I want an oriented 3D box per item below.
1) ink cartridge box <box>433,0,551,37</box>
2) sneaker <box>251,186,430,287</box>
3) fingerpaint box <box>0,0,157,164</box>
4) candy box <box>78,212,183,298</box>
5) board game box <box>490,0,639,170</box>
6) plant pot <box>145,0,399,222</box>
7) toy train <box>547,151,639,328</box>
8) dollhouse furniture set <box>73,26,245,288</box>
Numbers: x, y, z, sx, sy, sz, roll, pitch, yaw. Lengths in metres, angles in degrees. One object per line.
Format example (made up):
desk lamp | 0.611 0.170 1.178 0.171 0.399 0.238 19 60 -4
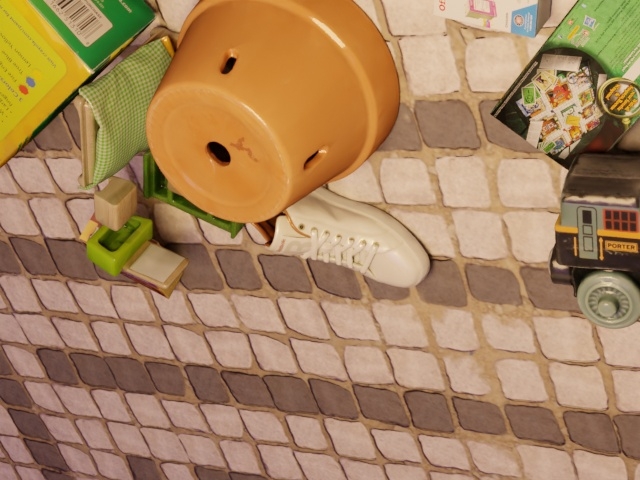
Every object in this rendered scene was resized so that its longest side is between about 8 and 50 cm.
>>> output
ink cartridge box | 0.185 -0.279 1.446 0.122 0.052 0.089 18 135 22
sneaker | 0.000 0.000 1.773 0.290 0.123 0.106 29 136 7
fingerpaint box | -0.491 -0.340 1.767 0.445 0.163 0.371 48 137 -9
candy box | -0.276 0.023 1.968 0.109 0.053 0.187 26 168 12
board game box | 0.305 -0.185 1.468 0.136 0.030 0.260 38 139 2
plant pot | -0.078 -0.159 1.621 0.290 0.203 0.291 19 136 20
toy train | 0.412 0.004 1.476 0.333 0.142 0.190 6 125 25
dollhouse furniture set | -0.202 -0.101 1.760 0.151 0.197 0.302 24 137 16
